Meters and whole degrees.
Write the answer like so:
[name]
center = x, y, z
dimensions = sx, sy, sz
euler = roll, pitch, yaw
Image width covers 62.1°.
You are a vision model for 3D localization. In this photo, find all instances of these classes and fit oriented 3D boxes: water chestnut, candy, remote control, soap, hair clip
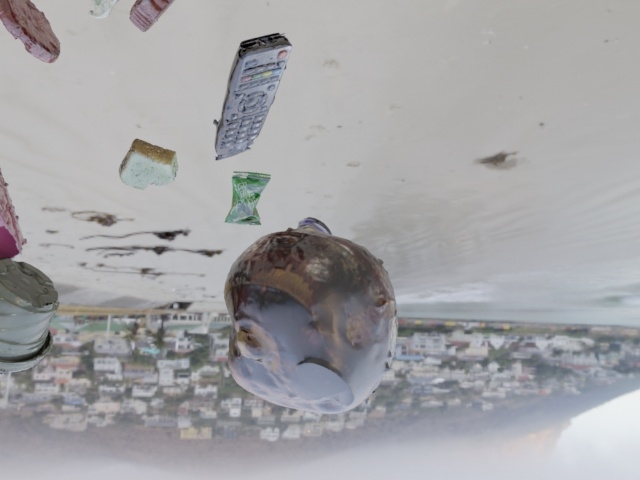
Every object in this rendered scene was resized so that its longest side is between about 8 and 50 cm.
[water chestnut]
center = -0.002, 0.120, 0.919
dimensions = 0.336, 0.335, 0.347
euler = -5, -151, 38
[candy]
center = -0.259, -0.147, 1.840
dimensions = 0.141, 0.203, 0.078
euler = -11, -143, -45
[remote control]
center = -0.170, -0.323, 1.231
dimensions = 0.145, 0.062, 0.398
euler = -25, 167, -28
[soap]
center = -0.674, -0.086, 1.026
dimensions = 0.112, 0.288, 0.182
euler = -17, -152, -19
[hair clip]
center = 0.000, 0.000, 1.268
dimensions = 0.172, 0.116, 0.049
euler = 32, -136, 25

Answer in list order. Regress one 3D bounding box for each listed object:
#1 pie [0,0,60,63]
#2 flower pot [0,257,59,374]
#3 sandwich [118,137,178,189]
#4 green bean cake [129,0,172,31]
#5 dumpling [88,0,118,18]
[pie]
center = -0.563, -0.415, 1.026
dimensions = 0.036, 0.154, 0.154
euler = -27, 166, 8
[flower pot]
center = -0.595, 0.126, 1.004
dimensions = 0.235, 0.140, 0.235
euler = 41, -171, -8
[sandwich]
center = -0.301, -0.125, 0.930
dimensions = 0.093, 0.035, 0.105
euler = 22, 140, -31
[green bean cake]
center = -0.349, -0.521, 1.142
dimensions = 0.056, 0.135, 0.135
euler = 41, 167, -24
[dumpling]
center = -0.666, -0.812, 1.540
dimensions = 0.187, 0.317, 0.243
euler = -24, -155, -24
